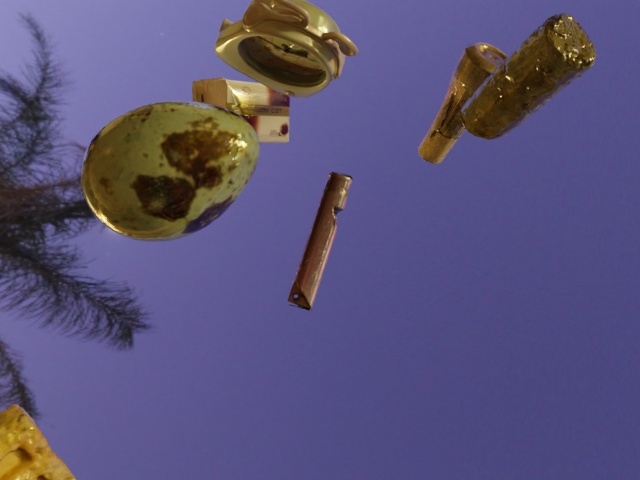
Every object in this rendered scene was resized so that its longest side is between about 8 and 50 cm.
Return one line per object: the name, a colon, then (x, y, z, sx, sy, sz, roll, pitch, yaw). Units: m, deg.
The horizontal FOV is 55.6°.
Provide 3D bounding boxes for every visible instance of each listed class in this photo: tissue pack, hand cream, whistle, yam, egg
tissue pack: (-0.133, -0.220, 1.047, 0.099, 0.149, 0.106, 9, -76, 40)
hand cream: (0.211, -0.200, 0.932, 0.084, 0.084, 0.203, 51, -42, 20)
whistle: (0.000, 0.000, 0.750, 0.033, 0.033, 0.176, 19, -88, 25)
yam: (0.248, -0.191, 0.740, 0.078, 0.078, 0.179, 66, -30, 15)
egg: (-0.183, -0.089, 0.750, 0.231, 0.169, 0.169, -20, -103, 13)

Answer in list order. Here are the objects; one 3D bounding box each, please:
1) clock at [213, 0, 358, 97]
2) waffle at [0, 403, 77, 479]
clock: (-0.040, -0.253, 0.782, 0.191, 0.152, 0.062, -3, -113, 60)
waffle: (-0.383, 0.335, 0.686, 0.055, 0.221, 0.247, 23, -41, 36)
